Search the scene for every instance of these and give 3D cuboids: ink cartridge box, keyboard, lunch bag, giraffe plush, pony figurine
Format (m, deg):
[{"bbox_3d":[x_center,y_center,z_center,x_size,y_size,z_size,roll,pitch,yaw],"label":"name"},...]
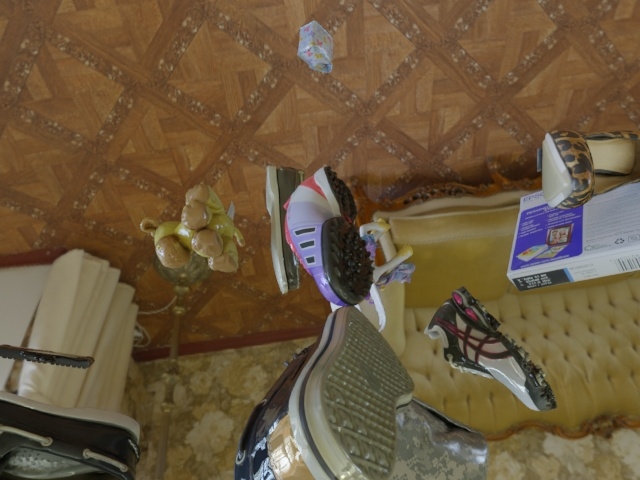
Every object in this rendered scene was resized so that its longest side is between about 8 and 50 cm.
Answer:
[{"bbox_3d":[0.389,-0.026,0.674,0.207,0.208,0.045,-20,117,40],"label":"ink cartridge box"},{"bbox_3d":[-0.552,0.232,0.926,0.180,0.023,0.108,13,167,-16],"label":"keyboard"},{"bbox_3d":[0.157,0.429,0.894,0.305,0.213,0.255,33,81,-15],"label":"lunch bag"},{"bbox_3d":[-0.272,-0.010,0.961,0.171,0.210,0.181,-20,105,8],"label":"giraffe plush"},{"bbox_3d":[0.145,0.110,1.550,0.364,0.350,0.303,-21,177,-32],"label":"pony figurine"},{"bbox_3d":[-0.005,-0.397,0.970,0.053,0.070,0.083,-12,157,39],"label":"lunch bag"}]

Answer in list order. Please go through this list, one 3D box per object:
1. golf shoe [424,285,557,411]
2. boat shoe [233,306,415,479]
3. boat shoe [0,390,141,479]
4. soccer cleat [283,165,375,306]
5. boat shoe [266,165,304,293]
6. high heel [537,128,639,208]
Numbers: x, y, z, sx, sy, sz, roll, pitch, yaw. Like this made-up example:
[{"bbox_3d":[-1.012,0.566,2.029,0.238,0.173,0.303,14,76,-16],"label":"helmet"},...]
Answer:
[{"bbox_3d":[0.289,0.204,0.811,0.120,0.272,0.105,-44,123,9],"label":"golf shoe"},{"bbox_3d":[0.024,0.217,0.658,0.156,0.500,0.186,-39,84,13],"label":"boat shoe"},{"bbox_3d":[-0.357,0.240,0.527,0.303,0.091,0.114,15,114,-28],"label":"boat shoe"},{"bbox_3d":[0.000,0.000,0.711,0.117,0.318,0.108,-33,121,17],"label":"soccer cleat"},{"bbox_3d":[-0.065,-0.032,1.030,0.091,0.304,0.109,-2,156,-13],"label":"boat shoe"},{"bbox_3d":[0.372,-0.095,0.567,0.187,0.261,0.093,0,106,22],"label":"high heel"}]
